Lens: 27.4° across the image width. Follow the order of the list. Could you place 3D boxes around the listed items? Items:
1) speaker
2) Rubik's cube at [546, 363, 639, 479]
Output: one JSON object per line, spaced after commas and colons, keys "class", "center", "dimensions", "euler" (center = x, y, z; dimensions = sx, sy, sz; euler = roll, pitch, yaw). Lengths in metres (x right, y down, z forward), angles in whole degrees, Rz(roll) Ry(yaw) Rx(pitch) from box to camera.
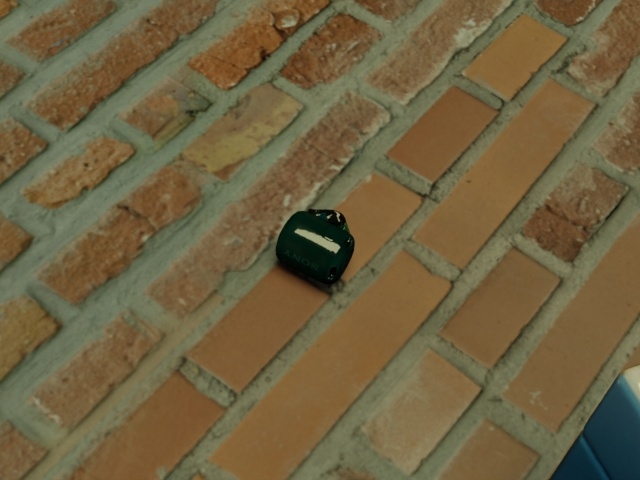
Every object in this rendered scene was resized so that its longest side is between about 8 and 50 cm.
{"class": "speaker", "center": [-0.001, 0.004, 1.387], "dimensions": [0.075, 0.060, 0.094], "euler": [28, 17, 10]}
{"class": "Rubik's cube", "center": [0.387, 0.259, 1.109], "dimensions": [0.291, 0.292, 0.290], "euler": [-15, 56, -23]}
